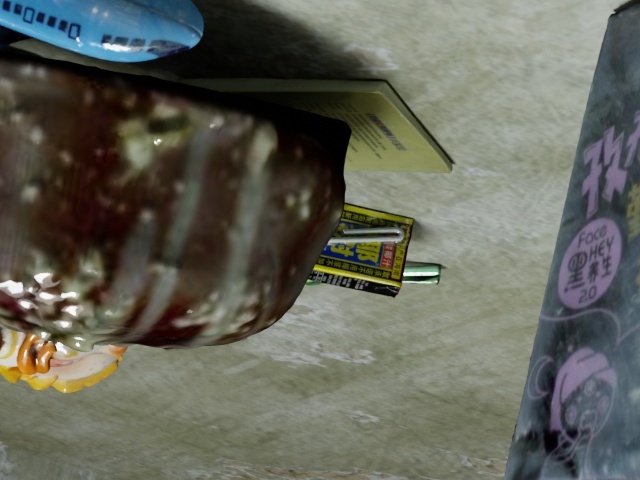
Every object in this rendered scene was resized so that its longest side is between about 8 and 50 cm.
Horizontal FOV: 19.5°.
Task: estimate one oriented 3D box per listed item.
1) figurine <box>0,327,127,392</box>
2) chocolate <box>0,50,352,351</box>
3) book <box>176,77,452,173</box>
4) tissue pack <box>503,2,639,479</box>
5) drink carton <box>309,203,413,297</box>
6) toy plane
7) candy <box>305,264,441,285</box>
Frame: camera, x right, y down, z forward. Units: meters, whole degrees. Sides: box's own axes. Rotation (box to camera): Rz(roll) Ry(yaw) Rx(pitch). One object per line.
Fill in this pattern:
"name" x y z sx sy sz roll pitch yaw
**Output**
"figurine" -0.243 0.029 1.805 0.320 0.196 0.323 -23 169 -32
"chocolate" -0.151 -0.018 1.424 0.340 0.210 0.225 10 177 -23
"book" -0.005 -0.094 1.565 0.192 0.013 0.168 3 160 26
"tissue pack" 0.256 0.003 1.132 0.122 0.361 0.259 29 155 -32
"drink carton" 0.000 0.000 1.755 0.165 0.071 0.056 11 165 -2
"toy plane" -0.208 -0.183 1.283 0.271 0.105 0.254 9 163 7
"candy" -0.006 0.033 1.896 0.262 0.073 0.077 -1 178 15
